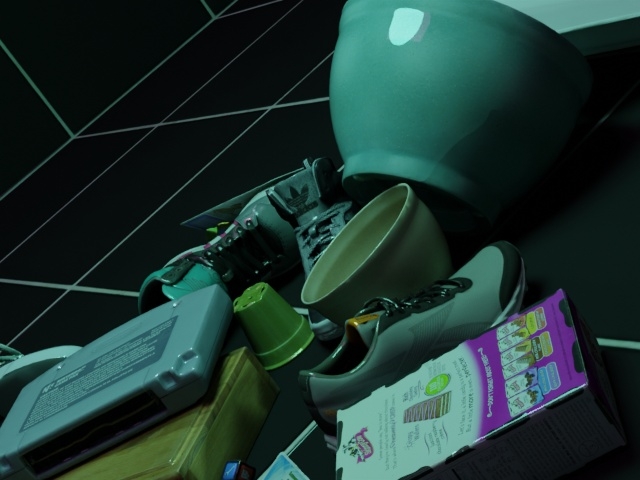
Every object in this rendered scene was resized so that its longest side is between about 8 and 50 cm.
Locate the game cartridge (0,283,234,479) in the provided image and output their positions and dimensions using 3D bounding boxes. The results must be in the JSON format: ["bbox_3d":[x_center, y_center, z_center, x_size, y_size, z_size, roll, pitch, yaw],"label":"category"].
[{"bbox_3d":[-0.230,0.159,1.541,0.294,0.060,0.196,-28,24,20],"label":"game cartridge"}]

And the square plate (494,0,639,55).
[{"bbox_3d":[0.335,-0.285,1.696,0.344,0.049,0.347,-12,20,-3],"label":"square plate"}]

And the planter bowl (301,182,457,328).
[{"bbox_3d":[0.073,0.037,1.426,0.162,0.109,0.162,-45,14,14],"label":"planter bowl"}]

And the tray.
[{"bbox_3d":[-0.252,0.260,1.530,0.411,0.076,0.203,-22,24,31],"label":"tray"}]

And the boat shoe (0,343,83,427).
[{"bbox_3d":[-0.409,0.199,1.868,0.306,0.113,0.105,-34,32,32],"label":"boat shoe"}]

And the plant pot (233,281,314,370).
[{"bbox_3d":[-0.059,0.092,1.585,0.083,0.079,0.083,-30,20,12],"label":"plant pot"}]

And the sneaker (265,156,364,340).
[{"bbox_3d":[0.000,0.000,1.588,0.101,0.153,0.268,-29,20,18],"label":"sneaker"}]

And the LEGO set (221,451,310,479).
[{"bbox_3d":[-0.040,0.279,1.124,0.182,0.060,0.244,-56,34,1],"label":"LEGO set"}]

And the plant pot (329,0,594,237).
[{"bbox_3d":[0.134,-0.122,1.526,0.293,0.293,0.196,-4,63,56],"label":"plant pot"}]

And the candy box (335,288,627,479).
[{"bbox_3d":[0.126,0.155,1.149,0.233,0.071,0.159,-30,21,16],"label":"candy box"}]

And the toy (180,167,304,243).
[{"bbox_3d":[-0.056,-0.025,1.841,0.237,0.137,0.056,-18,67,37],"label":"toy"}]

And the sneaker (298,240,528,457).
[{"bbox_3d":[0.093,0.086,1.312,0.271,0.108,0.100,-42,19,-20],"label":"sneaker"}]

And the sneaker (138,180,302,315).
[{"bbox_3d":[-0.120,0.041,1.728,0.295,0.124,0.178,-35,13,27],"label":"sneaker"}]
